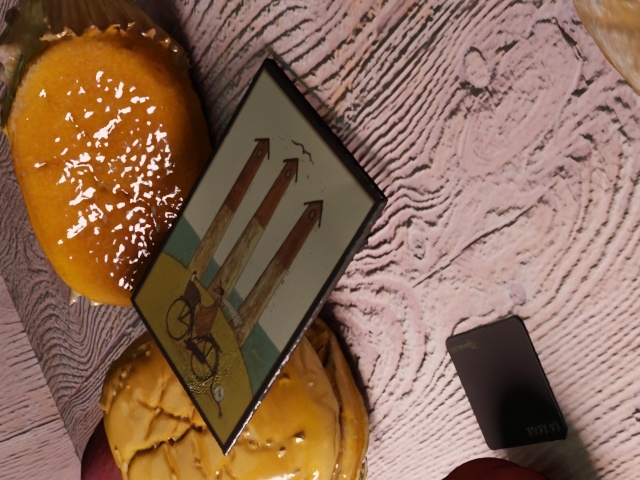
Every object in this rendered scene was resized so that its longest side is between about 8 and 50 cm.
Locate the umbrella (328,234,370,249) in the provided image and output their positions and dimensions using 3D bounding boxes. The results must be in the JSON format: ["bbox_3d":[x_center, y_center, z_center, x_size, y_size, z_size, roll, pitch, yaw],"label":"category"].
[{"bbox_3d":[0.000,0.000,1.585,0.188,0.046,0.050,159,117,-69],"label":"umbrella"}]

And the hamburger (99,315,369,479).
[{"bbox_3d":[-0.091,0.202,1.703,0.318,0.158,0.319,2,93,36],"label":"hamburger"}]

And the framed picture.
[{"bbox_3d":[-0.072,0.015,1.571,0.244,0.013,0.324,52,122,39],"label":"framed picture"}]

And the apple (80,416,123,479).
[{"bbox_3d":[-0.158,0.319,1.952,0.306,0.235,0.306,56,171,14],"label":"apple"}]

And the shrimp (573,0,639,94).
[{"bbox_3d":[0.251,-0.151,0.813,0.221,0.110,0.445,66,162,-8],"label":"shrimp"}]

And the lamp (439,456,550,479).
[{"bbox_3d":[0.158,0.277,1.357,0.182,0.140,0.182,7,98,59],"label":"lamp"}]

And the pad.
[{"bbox_3d":[0.160,0.128,1.380,0.112,0.003,0.157,67,157,3],"label":"pad"}]

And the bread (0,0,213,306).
[{"bbox_3d":[-0.242,-0.104,1.828,0.183,0.236,0.389,-116,8,-57],"label":"bread"}]
